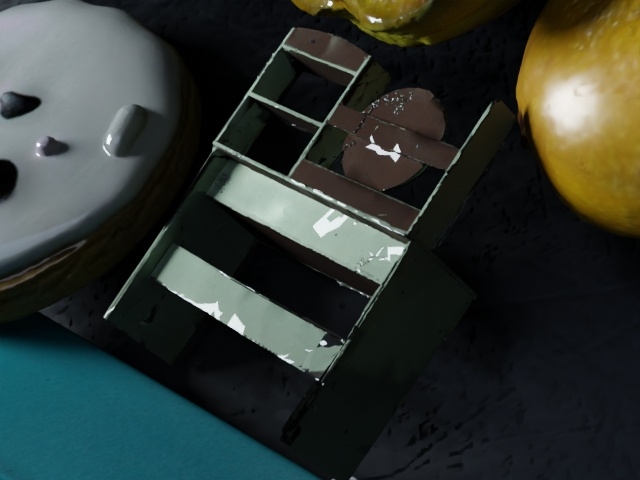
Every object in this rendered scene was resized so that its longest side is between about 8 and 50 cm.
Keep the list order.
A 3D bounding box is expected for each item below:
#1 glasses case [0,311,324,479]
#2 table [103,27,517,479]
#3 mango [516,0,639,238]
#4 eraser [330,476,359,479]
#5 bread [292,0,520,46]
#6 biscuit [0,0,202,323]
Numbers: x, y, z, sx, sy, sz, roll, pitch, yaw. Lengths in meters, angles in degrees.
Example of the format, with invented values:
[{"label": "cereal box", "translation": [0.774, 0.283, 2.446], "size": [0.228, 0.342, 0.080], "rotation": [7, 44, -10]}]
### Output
[{"label": "glasses case", "translation": [-0.086, 0.122, 0.608], "size": [0.301, 0.117, 0.070], "rotation": [23, 117, 39]}, {"label": "table", "translation": [0.000, 0.000, 0.637], "size": [0.146, 0.062, 0.175], "rotation": [27, 80, 46]}, {"label": "mango", "translation": [0.220, -0.104, 0.573], "size": [0.295, 0.120, 0.177], "rotation": [-30, 54, 9]}, {"label": "eraser", "translation": [0.028, 0.159, 0.608], "size": [0.105, 0.026, 0.065], "rotation": [38, 87, 31]}, {"label": "bread", "translation": [0.055, -0.163, 0.652], "size": [0.160, 0.088, 0.233], "rotation": [-51, 26, 8]}, {"label": "biscuit", "translation": [-0.159, -0.049, 0.725], "size": [0.181, 0.049, 0.208], "rotation": [17, 59, 30]}]
